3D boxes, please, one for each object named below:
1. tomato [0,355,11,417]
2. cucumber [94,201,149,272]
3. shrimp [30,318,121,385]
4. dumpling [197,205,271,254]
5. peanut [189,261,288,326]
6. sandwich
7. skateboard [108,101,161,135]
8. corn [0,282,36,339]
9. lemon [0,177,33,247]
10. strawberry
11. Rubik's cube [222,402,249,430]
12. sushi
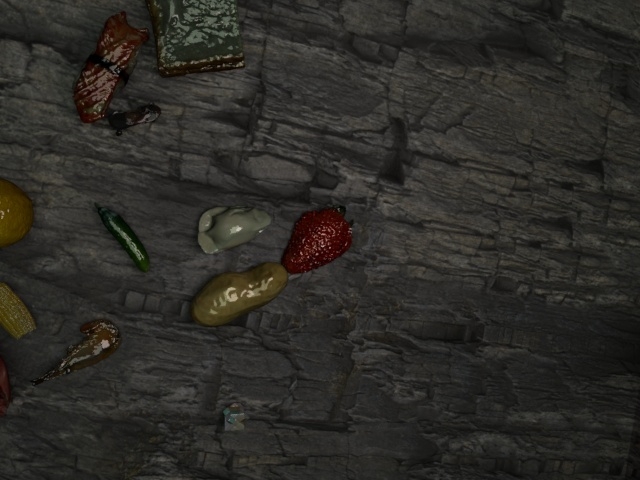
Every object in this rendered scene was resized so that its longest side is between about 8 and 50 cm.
[{"bbox_3d":[-0.962,0.346,1.447,0.308,0.170,0.309,-3,128,-4],"label":"tomato"},{"bbox_3d":[-0.575,-0.014,1.586,0.056,0.056,0.250,-37,104,-10],"label":"cucumber"},{"bbox_3d":[-0.711,0.320,1.566,0.262,0.066,0.117,-23,84,-27],"label":"shrimp"},{"bbox_3d":[-0.269,-0.050,1.645,0.228,0.124,0.151,-21,62,-18],"label":"dumpling"},{"bbox_3d":[-0.247,0.156,1.640,0.318,0.147,0.148,-24,99,-10],"label":"peanut"},{"bbox_3d":[-0.365,-0.651,1.567,0.262,0.131,0.326,-11,95,-13],"label":"sandwich"},{"bbox_3d":[-0.535,-0.361,1.564,0.151,0.080,0.067,-23,93,-15],"label":"skateboard"},{"bbox_3d":[-0.872,0.197,1.513,0.085,0.063,0.165,-36,103,-20],"label":"corn"},{"bbox_3d":[-0.869,-0.073,1.424,0.192,0.231,0.192,-1,86,15],"label":"lemon"},{"bbox_3d":[0.000,0.000,1.714,0.188,0.106,0.286,45,82,-11],"label":"strawberry"},{"bbox_3d":[-0.265,0.544,1.689,0.084,0.075,0.073,-7,112,-29],"label":"Rubik's cube"},{"bbox_3d":[-0.599,-0.485,1.523,0.124,0.130,0.332,29,91,-19],"label":"sushi"}]
